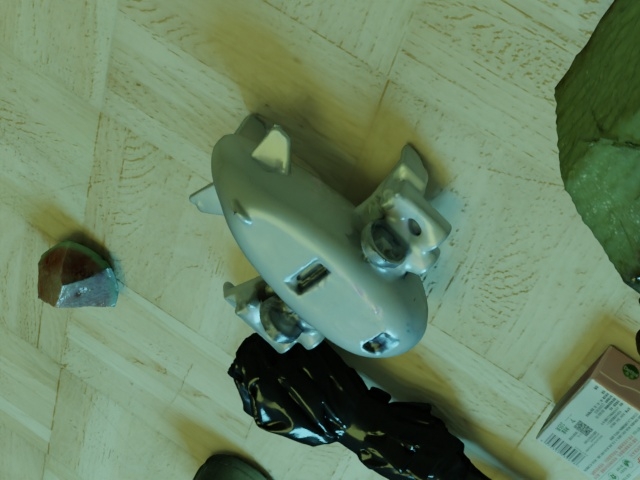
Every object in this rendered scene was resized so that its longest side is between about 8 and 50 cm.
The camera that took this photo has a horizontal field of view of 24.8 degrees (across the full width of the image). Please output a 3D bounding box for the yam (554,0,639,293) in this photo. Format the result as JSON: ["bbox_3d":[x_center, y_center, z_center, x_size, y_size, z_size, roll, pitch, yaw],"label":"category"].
[{"bbox_3d":[0.258,-0.084,0.844,0.201,0.202,0.271,19,144,-18],"label":"yam"}]

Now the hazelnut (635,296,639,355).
[{"bbox_3d":[0.277,0.073,1.109,0.086,0.086,0.086,24,142,20],"label":"hazelnut"}]

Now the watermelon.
[{"bbox_3d":[-0.262,0.049,1.560,0.092,0.072,0.084,44,162,-16],"label":"watermelon"}]

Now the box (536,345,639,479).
[{"bbox_3d":[0.250,0.155,1.245,0.089,0.043,0.125,36,144,5],"label":"box"}]

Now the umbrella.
[{"bbox_3d":[0.065,0.192,1.405,0.340,0.118,0.118,31,144,4],"label":"umbrella"}]

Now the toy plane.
[{"bbox_3d":[0.000,0.000,1.242,0.244,0.117,0.245,9,125,13],"label":"toy plane"}]

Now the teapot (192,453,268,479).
[{"bbox_3d":[-0.123,0.327,1.708,0.111,0.108,0.149,43,144,-4],"label":"teapot"}]
